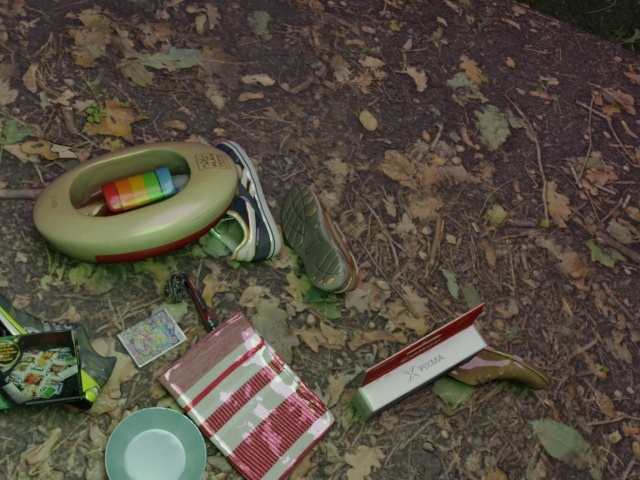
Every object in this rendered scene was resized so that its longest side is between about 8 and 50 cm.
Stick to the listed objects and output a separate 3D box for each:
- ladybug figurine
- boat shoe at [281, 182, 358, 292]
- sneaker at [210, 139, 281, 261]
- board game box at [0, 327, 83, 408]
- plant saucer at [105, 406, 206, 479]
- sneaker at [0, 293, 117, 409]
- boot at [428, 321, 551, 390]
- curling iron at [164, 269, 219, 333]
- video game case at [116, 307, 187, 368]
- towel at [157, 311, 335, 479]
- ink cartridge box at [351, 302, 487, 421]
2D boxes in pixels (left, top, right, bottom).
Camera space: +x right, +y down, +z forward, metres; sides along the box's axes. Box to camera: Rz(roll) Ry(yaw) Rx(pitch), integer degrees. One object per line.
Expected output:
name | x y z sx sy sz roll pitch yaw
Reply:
ladybug figurine | -0.382 -0.074 1.640 0.450 0.161 0.305 -15 46 -11
boat shoe | 0.000 0.000 1.831 0.116 0.123 0.324 25 35 -48
sneaker | -0.209 -0.096 1.787 0.128 0.126 0.321 -12 67 -33
board game box | -0.579 0.244 1.406 0.260 0.030 0.136 -6 91 -1
plant saucer | -0.322 0.425 1.475 0.195 0.037 0.194 10 56 -16
sneaker | -0.539 0.203 1.500 0.300 0.111 0.121 41 45 -1
boot | 0.395 0.308 1.801 0.305 0.112 0.115 22 70 1
curling iron | -0.255 0.184 1.656 0.068 0.035 0.274 -35 81 -12
video game case | -0.359 0.208 1.611 0.122 0.011 0.087 -30 74 -33
towel | -0.147 0.335 1.580 0.329 0.037 0.237 47 56 3
ink cartridge box | 0.217 0.266 1.604 0.296 0.261 0.066 -27 71 -15
